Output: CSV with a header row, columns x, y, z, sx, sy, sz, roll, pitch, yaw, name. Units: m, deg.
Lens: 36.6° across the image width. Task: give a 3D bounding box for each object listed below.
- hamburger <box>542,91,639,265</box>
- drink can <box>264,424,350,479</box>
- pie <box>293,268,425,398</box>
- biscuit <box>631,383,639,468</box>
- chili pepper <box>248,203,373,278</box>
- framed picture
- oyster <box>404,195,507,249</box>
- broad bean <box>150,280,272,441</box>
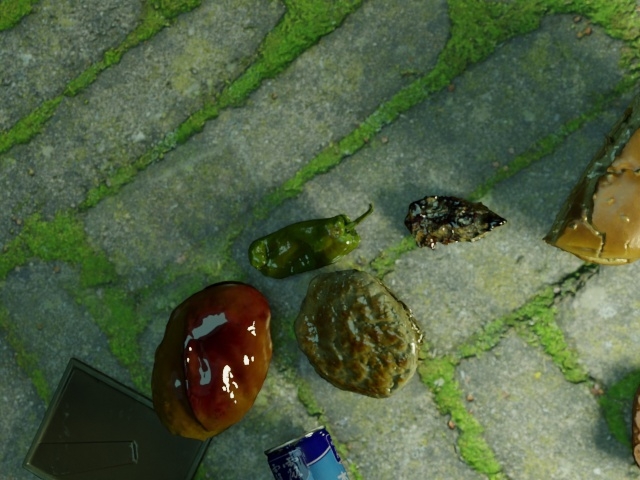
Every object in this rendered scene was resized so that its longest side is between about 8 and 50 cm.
x,y,z,sx,sy,sz,roll,pitch,yaw,name
0.416,-0.081,1.223,0.157,0.144,0.283,34,91,13,hamburger
0.012,0.374,1.298,0.097,0.097,0.235,-25,79,9,drink can
0.050,0.126,1.322,0.163,0.079,0.193,-39,79,17,pie
0.494,0.210,1.233,0.192,0.036,0.186,-2,82,13,biscuit
0.000,0.002,1.347,0.204,0.073,0.072,-17,99,22,chili pepper
-0.298,0.307,1.414,0.250,0.016,0.184,24,91,14,framed picture
0.182,-0.033,1.329,0.132,0.029,0.086,-21,80,12,oyster
-0.149,0.164,1.341,0.156,0.122,0.228,18,96,-12,broad bean
